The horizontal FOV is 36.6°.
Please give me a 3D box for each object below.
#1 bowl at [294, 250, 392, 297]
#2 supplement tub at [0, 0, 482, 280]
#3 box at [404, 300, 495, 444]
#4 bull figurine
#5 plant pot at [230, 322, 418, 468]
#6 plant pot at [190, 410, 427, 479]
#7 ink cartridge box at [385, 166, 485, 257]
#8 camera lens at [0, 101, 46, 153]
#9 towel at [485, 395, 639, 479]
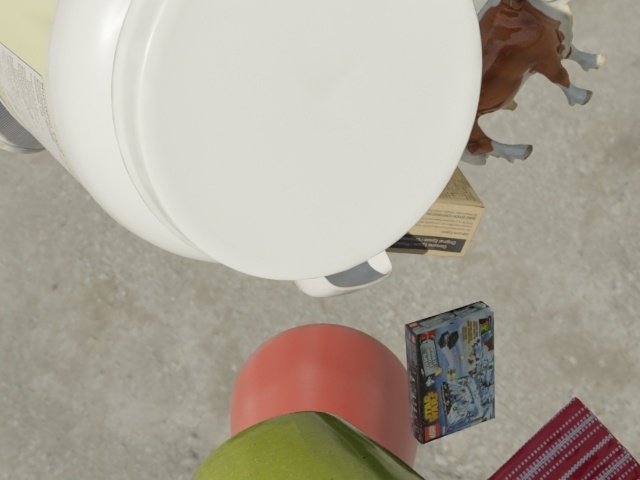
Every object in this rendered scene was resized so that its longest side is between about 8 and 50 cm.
[{"bbox_3d":[0.000,0.000,1.043,0.053,0.142,0.142,-38,74,31],"label":"bowl"},{"bbox_3d":[-0.075,-0.125,0.613,0.235,0.235,0.325,-51,36,-4],"label":"supplement tub"},{"bbox_3d":[0.137,0.139,1.016,0.093,0.137,0.027,-15,26,-21],"label":"box"},{"bbox_3d":[0.235,-0.217,1.197,0.310,0.188,0.101,-42,22,36],"label":"bull figurine"},{"bbox_3d":[0.005,0.275,1.240,0.275,0.275,0.243,-41,10,11],"label":"plant pot"},{"bbox_3d":[0.024,0.256,0.584,0.275,0.274,0.293,-43,44,8],"label":"plant pot"},{"bbox_3d":[0.077,-0.084,1.263,0.235,0.193,0.088,-112,33,-49],"label":"ink cartridge box"},{"bbox_3d":[-0.404,-0.270,1.416,0.274,0.219,0.219,-27,39,34],"label":"camera lens"},{"bbox_3d":[0.317,0.345,1.110,0.199,0.275,0.031,-39,-6,-14],"label":"towel"}]
